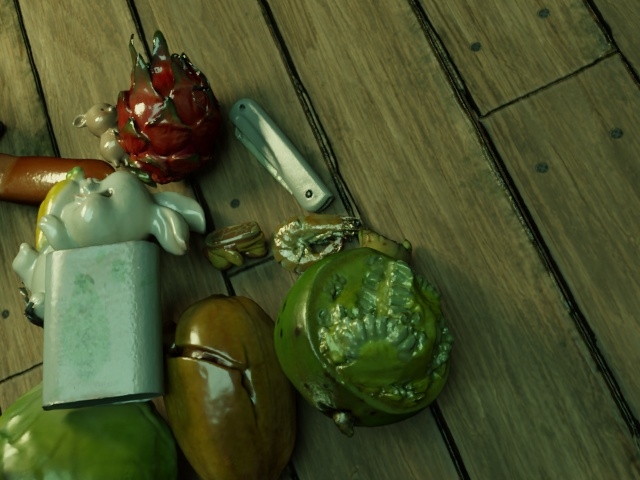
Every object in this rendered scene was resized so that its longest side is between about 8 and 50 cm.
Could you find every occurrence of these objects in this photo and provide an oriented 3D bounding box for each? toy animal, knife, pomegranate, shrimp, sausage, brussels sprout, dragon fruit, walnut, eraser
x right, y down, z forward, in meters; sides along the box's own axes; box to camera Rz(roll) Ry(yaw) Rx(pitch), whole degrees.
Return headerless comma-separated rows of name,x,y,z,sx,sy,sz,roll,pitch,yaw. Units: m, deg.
toy animal,-0.400,-0.202,1.310,0.089,0.083,0.150,-34,70,8
knife,-0.075,-0.151,1.227,0.073,0.040,0.265,-46,68,12
pomegranate,0.069,0.114,1.018,0.260,0.260,0.341,4,45,17
shrimp,0.000,0.000,1.162,0.180,0.041,0.099,-10,74,13
sausage,-0.537,-0.112,1.321,0.348,0.094,0.097,6,66,19
toy animal,-0.370,0.006,1.172,0.247,0.183,0.310,39,90,-12
brussels sprout,-0.373,0.369,1.064,0.344,0.268,0.344,0,49,-1
dragon fruit,-0.269,-0.225,1.217,0.193,0.192,0.274,6,98,-6
walnut,-0.133,0.244,1.054,0.209,0.209,0.336,-22,75,9
eraser,-0.318,0.123,1.009,0.174,0.081,0.227,-6,72,-1

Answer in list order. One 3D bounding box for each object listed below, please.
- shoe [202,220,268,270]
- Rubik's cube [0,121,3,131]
shoe,-0.145,0.014,1.185,0.109,0.069,0.072,-29,32,-5
Rubik's cube,-0.904,-0.201,1.309,0.362,0.359,0.363,23,84,22
